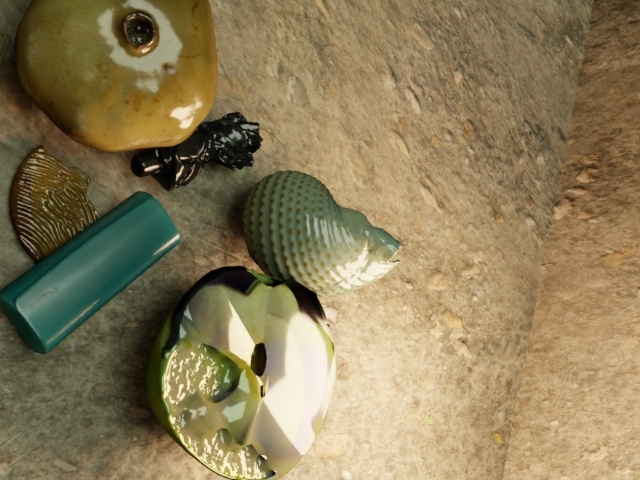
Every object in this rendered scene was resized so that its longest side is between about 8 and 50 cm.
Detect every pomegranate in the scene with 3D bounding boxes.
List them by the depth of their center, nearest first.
[{"bbox_3d":[-0.308,-0.300,1.089,0.332,0.332,0.333,7,80,-46],"label":"pomegranate"}]

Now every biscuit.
[{"bbox_3d":[-0.417,-0.034,1.139,0.228,0.031,0.176,48,54,-31],"label":"biscuit"}]

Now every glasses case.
[{"bbox_3d":[-0.364,0.044,1.121,0.301,0.070,0.117,-45,122,-36],"label":"glasses case"}]

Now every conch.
[{"bbox_3d":[-0.013,0.011,1.399,0.215,0.319,0.303,-51,157,-3],"label":"conch"}]

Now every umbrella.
[{"bbox_3d":[-0.236,-0.172,1.301,0.272,0.110,0.122,-23,102,-41],"label":"umbrella"}]

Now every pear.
[{"bbox_3d":[-0.167,0.238,1.272,0.398,0.165,0.399,7,80,-46],"label":"pear"}]

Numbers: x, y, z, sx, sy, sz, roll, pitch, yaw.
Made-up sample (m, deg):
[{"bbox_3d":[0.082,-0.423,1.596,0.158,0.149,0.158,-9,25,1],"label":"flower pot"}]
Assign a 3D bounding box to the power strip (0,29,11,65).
[{"bbox_3d":[-0.539,-0.249,1.033,0.092,0.034,0.268,27,66,-41],"label":"power strip"}]
